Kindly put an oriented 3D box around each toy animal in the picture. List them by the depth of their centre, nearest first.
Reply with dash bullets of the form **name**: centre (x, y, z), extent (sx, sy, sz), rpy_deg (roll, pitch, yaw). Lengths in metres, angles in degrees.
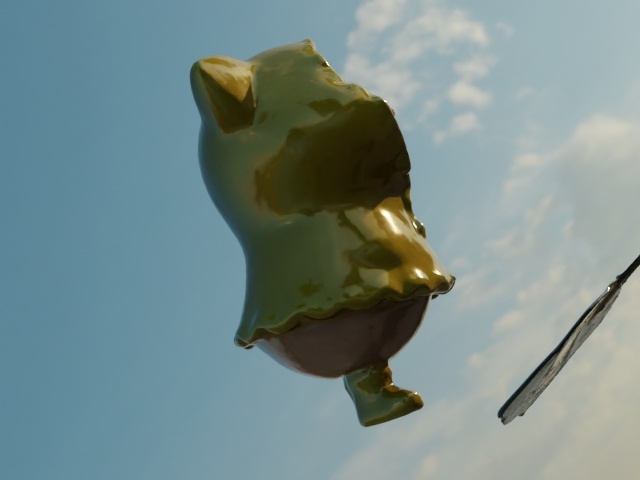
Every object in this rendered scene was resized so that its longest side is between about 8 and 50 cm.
- **toy animal**: centre (0.000, -0.001, 0.665), extent (0.156, 0.229, 0.156), rpy_deg (-22, -10, -4)

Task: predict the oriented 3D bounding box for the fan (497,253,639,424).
- **fan**: centre (0.204, 0.052, 0.830), extent (0.220, 0.009, 0.132), rpy_deg (-52, -18, 7)
